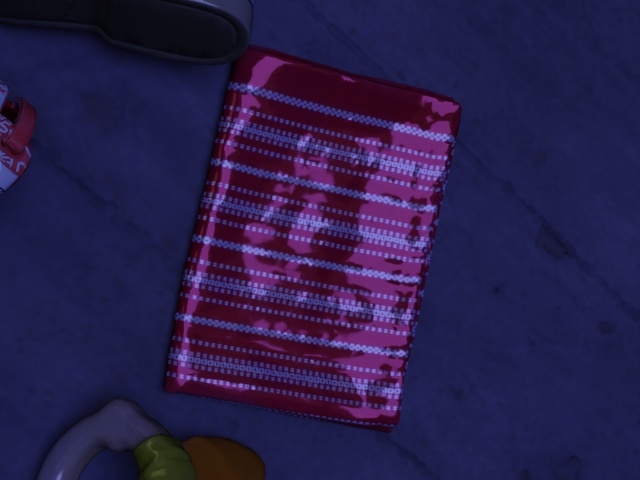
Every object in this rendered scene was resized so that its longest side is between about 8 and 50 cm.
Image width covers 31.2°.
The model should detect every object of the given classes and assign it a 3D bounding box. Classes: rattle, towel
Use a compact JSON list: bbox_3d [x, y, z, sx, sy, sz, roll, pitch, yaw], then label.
[{"bbox_3d":[-0.152,0.216,0.830,0.130,0.143,0.199,34,94,15],"label":"rattle"},{"bbox_3d":[0.000,0.000,0.890,0.199,0.031,0.274,14,85,-19],"label":"towel"}]

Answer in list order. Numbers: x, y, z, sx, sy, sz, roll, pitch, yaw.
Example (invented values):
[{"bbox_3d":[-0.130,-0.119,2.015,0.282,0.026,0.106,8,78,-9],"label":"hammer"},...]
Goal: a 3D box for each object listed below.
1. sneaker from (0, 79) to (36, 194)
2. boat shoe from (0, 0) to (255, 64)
[{"bbox_3d":[-0.243,-0.120,0.722,0.145,0.090,0.270,14,118,-23],"label":"sneaker"},{"bbox_3d":[-0.188,-0.213,0.789,0.302,0.113,0.103,16,63,-18],"label":"boat shoe"}]
